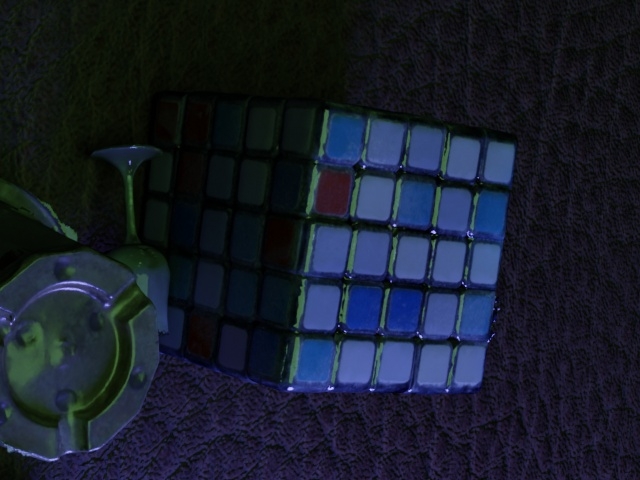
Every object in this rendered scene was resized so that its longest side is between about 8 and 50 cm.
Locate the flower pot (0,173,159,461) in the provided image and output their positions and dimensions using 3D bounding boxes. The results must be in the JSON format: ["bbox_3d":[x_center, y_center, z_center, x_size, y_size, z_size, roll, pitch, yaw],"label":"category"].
[{"bbox_3d":[-0.290,0.076,1.316,0.290,0.259,0.290,-6,100,-38],"label":"flower pot"}]

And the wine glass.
[{"bbox_3d":[-0.195,0.004,1.471,0.079,0.079,0.195,2,79,-40],"label":"wine glass"}]

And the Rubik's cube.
[{"bbox_3d":[0.000,0.000,1.525,0.293,0.287,0.291,2,95,-40],"label":"Rubik's cube"}]
